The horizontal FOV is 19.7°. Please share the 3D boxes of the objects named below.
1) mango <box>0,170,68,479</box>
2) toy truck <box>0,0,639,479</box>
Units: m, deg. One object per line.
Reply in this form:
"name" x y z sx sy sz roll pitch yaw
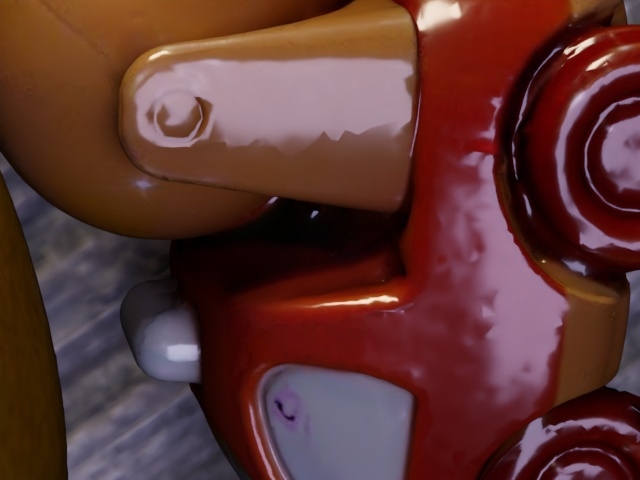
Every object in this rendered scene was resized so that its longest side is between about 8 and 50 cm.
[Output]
"mango" -0.217 0.025 0.527 0.264 0.221 0.378 -22 103 -13
"toy truck" 0.000 0.000 0.633 0.239 0.189 0.264 1 104 -12
